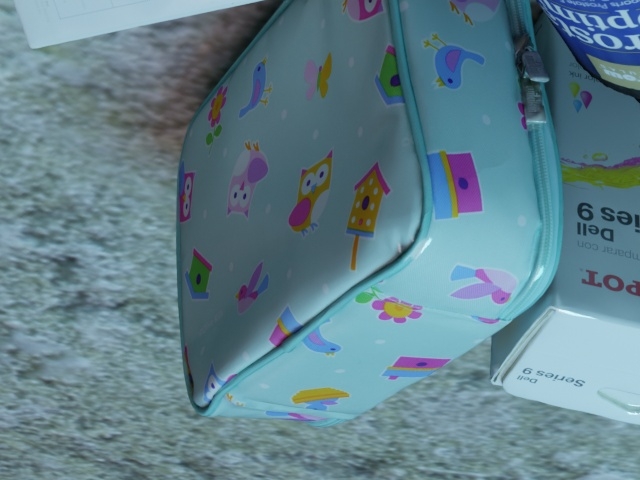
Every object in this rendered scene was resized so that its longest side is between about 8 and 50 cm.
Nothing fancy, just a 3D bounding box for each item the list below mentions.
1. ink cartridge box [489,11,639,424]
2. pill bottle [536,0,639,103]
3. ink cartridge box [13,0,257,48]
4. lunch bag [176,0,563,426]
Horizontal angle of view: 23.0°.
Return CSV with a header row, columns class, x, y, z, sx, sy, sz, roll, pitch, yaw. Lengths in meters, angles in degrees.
class,x,y,z,sx,sy,sz,roll,pitch,yaw
ink cartridge box,0.180,-0.011,0.859,0.154,0.212,0.093,13,145,-9
pill bottle,0.158,-0.140,0.739,0.123,0.123,0.219,-10,155,24
ink cartridge box,-0.060,-0.170,0.766,0.209,0.062,0.109,-8,112,21
lunch bag,0.018,-0.035,0.852,0.108,0.224,0.279,11,149,-28
